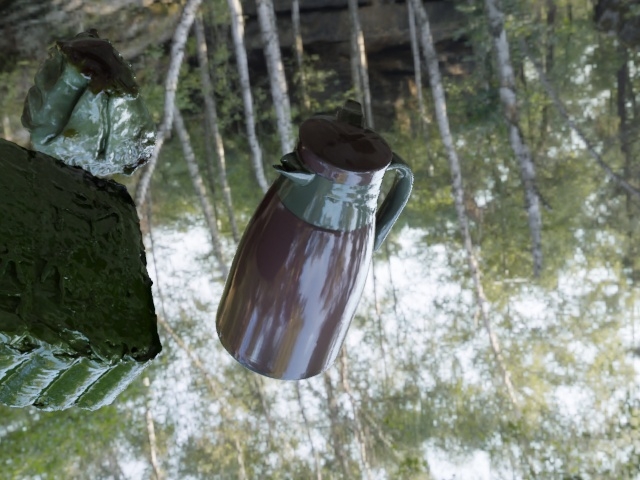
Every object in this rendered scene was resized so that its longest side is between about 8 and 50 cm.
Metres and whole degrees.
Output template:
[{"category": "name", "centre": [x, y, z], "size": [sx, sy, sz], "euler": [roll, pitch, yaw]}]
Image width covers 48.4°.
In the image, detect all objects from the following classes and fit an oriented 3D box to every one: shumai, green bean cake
[{"category": "shumai", "centre": [-0.267, -0.178, 0.900], "size": [0.142, 0.184, 0.184], "euler": [-25, 176, 40]}, {"category": "green bean cake", "centre": [-0.242, 0.027, 0.592], "size": [0.200, 0.214, 0.113], "euler": [24, 126, -41]}]

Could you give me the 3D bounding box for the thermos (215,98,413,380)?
[{"category": "thermos", "centre": [0.000, 0.000, 0.726], "size": [0.176, 0.265, 0.146], "euler": [-13, -132, -37]}]
